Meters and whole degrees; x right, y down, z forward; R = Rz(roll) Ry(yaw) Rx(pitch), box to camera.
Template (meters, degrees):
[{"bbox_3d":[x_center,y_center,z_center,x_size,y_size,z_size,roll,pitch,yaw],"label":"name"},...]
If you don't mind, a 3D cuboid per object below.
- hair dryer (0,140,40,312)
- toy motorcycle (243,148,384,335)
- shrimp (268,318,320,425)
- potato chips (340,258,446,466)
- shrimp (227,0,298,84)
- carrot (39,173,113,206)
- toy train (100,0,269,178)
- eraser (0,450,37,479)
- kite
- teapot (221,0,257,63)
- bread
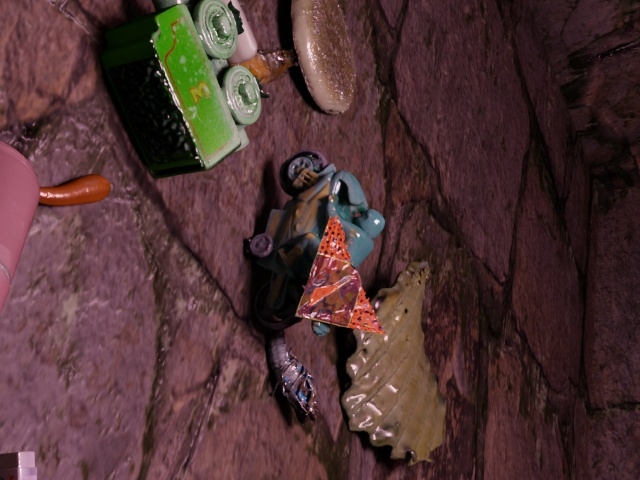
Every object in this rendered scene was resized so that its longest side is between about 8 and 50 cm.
[{"bbox_3d":[-0.412,-0.051,0.876,0.352,0.125,0.210,44,43,-39],"label":"hair dryer"},{"bbox_3d":[0.000,0.002,1.536,0.109,0.198,0.297,41,60,-57],"label":"toy motorcycle"},{"bbox_3d":[-0.048,0.202,1.549,0.082,0.076,0.174,146,-68,-75],"label":"shrimp"},{"bbox_3d":[0.153,0.230,1.872,0.389,0.097,0.373,-21,105,-64],"label":"potato chips"},{"bbox_3d":[-0.103,-0.327,1.633,0.217,0.051,0.150,-25,95,-63],"label":"shrimp"},{"bbox_3d":[-0.293,-0.058,1.184,0.142,0.035,0.035,-16,95,-58],"label":"carrot"},{"bbox_3d":[-0.183,-0.212,1.353,0.188,0.132,0.243,-45,121,-49],"label":"toy train"},{"bbox_3d":[-0.311,0.275,1.007,0.029,0.052,0.122,19,63,-61],"label":"eraser"},{"bbox_3d":[0.012,0.078,1.454,0.125,0.008,0.222,-32,112,-21],"label":"kite"},{"bbox_3d":[-0.166,-0.422,1.424,0.318,0.149,0.220,105,-31,-57],"label":"teapot"},{"bbox_3d":[0.012,-0.358,1.838,0.267,0.040,0.267,-9,90,-70],"label":"bread"}]
